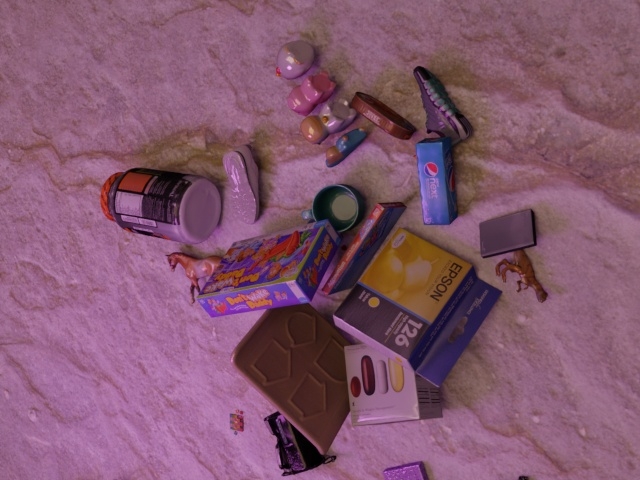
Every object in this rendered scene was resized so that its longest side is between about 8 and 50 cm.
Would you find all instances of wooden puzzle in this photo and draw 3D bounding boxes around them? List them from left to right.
[{"bbox_3d":[-0.262,0.566,2.149,0.049,0.006,0.083,2,95,29],"label":"wooden puzzle"},{"bbox_3d":[-0.049,0.328,1.784,0.348,0.322,0.080,48,132,-7],"label":"wooden puzzle"}]

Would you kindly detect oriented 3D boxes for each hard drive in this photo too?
[{"bbox_3d":[0.448,-0.015,1.658,0.135,0.022,0.094,-17,56,35],"label":"hard drive"}]

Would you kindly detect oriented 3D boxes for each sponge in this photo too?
[{"bbox_3d":[0.252,0.708,1.857,0.117,0.031,0.210,-21,84,29],"label":"sponge"}]

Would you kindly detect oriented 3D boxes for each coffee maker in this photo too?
[{"bbox_3d":[-0.060,0.564,1.987,0.171,0.120,0.178,-21,85,6],"label":"coffee maker"}]

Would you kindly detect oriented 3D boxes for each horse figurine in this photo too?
[{"bbox_3d":[-0.349,0.108,2.126,0.263,0.066,0.175,-7,97,32],"label":"horse figurine"}]

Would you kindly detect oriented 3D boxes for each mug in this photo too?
[{"bbox_3d":[0.042,-0.093,1.859,0.157,0.097,0.130,23,102,17],"label":"mug"}]

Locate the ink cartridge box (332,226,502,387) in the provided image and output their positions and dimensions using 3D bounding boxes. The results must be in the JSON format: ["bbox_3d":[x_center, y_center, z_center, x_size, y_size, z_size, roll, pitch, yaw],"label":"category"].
[{"bbox_3d":[0.238,0.153,1.700,0.307,0.072,0.304,28,67,27],"label":"ink cartridge box"}]

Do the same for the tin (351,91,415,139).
[{"bbox_3d":[0.159,-0.319,1.776,0.189,0.106,0.040,40,112,21],"label":"tin"}]

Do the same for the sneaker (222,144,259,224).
[{"bbox_3d":[-0.211,-0.162,2.017,0.090,0.095,0.235,5,117,24],"label":"sneaker"}]

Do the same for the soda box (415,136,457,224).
[{"bbox_3d":[0.289,-0.146,1.712,0.071,0.067,0.210,2,111,30],"label":"soda box"}]

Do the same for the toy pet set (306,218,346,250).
[{"bbox_3d":[0.000,0.000,1.935,0.122,0.065,0.114,-36,112,30],"label":"toy pet set"}]

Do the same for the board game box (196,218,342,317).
[{"bbox_3d":[-0.136,0.077,1.827,0.347,0.233,0.078,-13,124,36],"label":"board game box"}]

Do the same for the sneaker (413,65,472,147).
[{"bbox_3d":[0.279,-0.326,1.724,0.098,0.083,0.224,-39,76,31],"label":"sneaker"}]

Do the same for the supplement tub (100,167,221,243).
[{"bbox_3d":[-0.491,-0.111,2.104,0.338,0.207,0.207,11,100,29],"label":"supplement tub"}]

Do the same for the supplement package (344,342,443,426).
[{"bbox_3d":[0.185,0.362,1.769,0.194,0.149,0.203,-15,71,29],"label":"supplement package"}]

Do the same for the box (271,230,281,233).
[{"bbox_3d":[-0.108,0.061,1.987,0.054,0.059,0.169,-26,82,31],"label":"box"}]

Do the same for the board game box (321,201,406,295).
[{"bbox_3d":[0.114,0.020,1.809,0.027,0.145,0.281,40,112,20],"label":"board game box"}]

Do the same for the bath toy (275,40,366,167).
[{"bbox_3d":[-0.021,-0.373,1.869,0.348,0.151,0.129,61,153,12],"label":"bath toy"}]

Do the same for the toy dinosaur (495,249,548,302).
[{"bbox_3d":[0.481,0.054,1.666,0.112,0.064,0.212,-16,81,-2],"label":"toy dinosaur"}]

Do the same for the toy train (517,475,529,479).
[{"bbox_3d":[0.466,0.643,1.732,0.036,0.027,0.158,48,115,14],"label":"toy train"}]

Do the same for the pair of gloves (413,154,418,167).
[{"bbox_3d":[0.279,-0.202,1.760,0.083,0.010,0.074,-38,82,45],"label":"pair of gloves"}]
